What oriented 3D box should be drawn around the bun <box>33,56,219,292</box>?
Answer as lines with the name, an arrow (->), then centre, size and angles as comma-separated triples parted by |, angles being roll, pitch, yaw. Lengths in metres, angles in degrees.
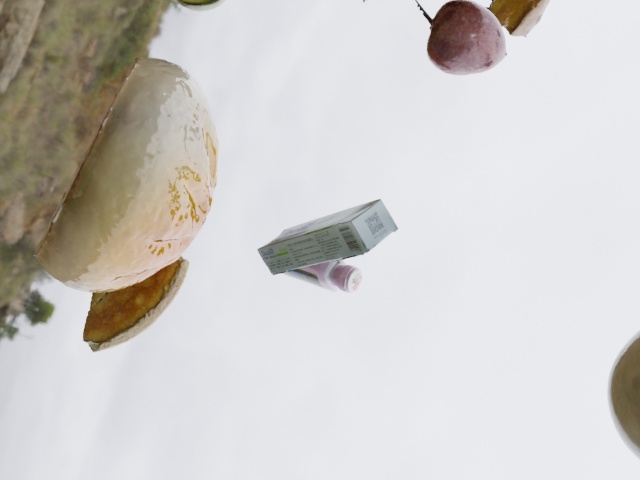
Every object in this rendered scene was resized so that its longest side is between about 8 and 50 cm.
bun -> -0.213, -0.065, 0.877 | 0.299, 0.165, 0.298 | -49, -157, 29

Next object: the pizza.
pizza -> -0.255, 0.071, 0.984 | 0.175, 0.046, 0.134 | -35, -127, -3

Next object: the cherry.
cherry -> 0.164, -0.306, 1.044 | 0.090, 0.226, 0.106 | -61, 170, -69

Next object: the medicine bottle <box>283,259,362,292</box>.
medicine bottle -> -0.006, 0.066, 1.701 | 0.219, 0.115, 0.078 | 17, -111, 35

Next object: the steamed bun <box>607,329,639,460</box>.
steamed bun -> 0.676, 0.272, 1.266 | 0.325, 0.206, 0.324 | -12, -121, 20

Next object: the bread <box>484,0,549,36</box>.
bread -> 0.496, -0.611, 1.710 | 0.134, 0.129, 0.260 | -51, -169, 54

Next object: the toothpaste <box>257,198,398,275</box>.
toothpaste -> 0.000, 0.000, 1.308 | 0.081, 0.067, 0.337 | -36, -169, -31

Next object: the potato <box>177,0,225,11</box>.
potato -> -0.215, -0.569, 1.399 | 0.111, 0.160, 0.271 | 154, -57, -86
